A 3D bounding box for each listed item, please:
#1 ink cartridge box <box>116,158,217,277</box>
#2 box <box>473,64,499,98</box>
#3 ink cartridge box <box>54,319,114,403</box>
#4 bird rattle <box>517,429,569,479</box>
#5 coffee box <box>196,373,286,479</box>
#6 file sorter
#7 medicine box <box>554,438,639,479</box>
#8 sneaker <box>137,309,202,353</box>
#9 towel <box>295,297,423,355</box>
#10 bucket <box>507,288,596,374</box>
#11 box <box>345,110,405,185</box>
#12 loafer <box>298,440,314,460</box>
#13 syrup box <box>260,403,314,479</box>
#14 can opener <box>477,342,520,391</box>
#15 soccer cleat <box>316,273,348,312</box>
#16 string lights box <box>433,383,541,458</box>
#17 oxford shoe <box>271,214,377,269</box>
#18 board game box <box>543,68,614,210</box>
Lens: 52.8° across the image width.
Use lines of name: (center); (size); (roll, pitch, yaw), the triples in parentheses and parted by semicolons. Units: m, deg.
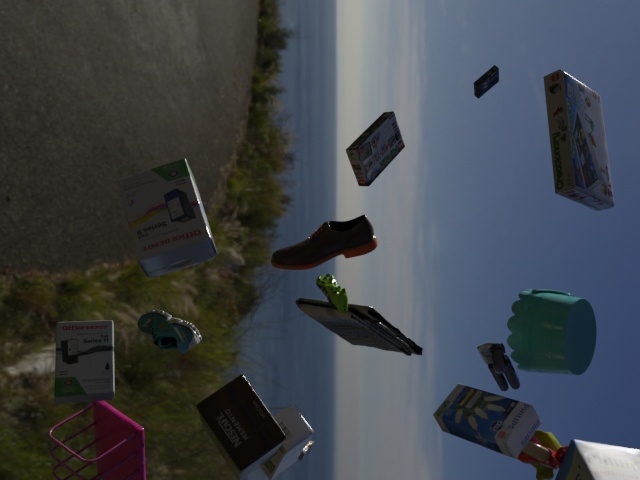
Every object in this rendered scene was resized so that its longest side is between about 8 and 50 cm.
ink cartridge box: (-0.322, -0.047, 1.356); (0.093, 0.155, 0.212); (86, -15, -64)
box: (0.487, -0.465, 1.894); (0.018, 0.083, 0.067); (48, -4, 26)
ink cartridge box: (-0.641, 0.327, 1.755); (0.087, 0.153, 0.208); (122, -37, -56)
bird rattle: (0.596, 0.594, 1.768); (0.253, 0.207, 0.143); (52, 61, -79)
coffee box: (-0.181, 0.429, 1.452); (0.168, 0.119, 0.297); (52, -20, 16)
file sorter: (-0.622, 0.632, 1.786); (0.182, 0.202, 0.290); (-27, 130, -49)
medicine box: (0.532, 0.565, 1.179); (0.289, 0.149, 0.263); (-88, -170, -69)
sneaker: (-0.534, 0.313, 2.201); (0.110, 0.276, 0.107); (-45, 133, -40)
towel: (0.120, 0.281, 2.037); (0.312, 0.324, 0.056); (41, 64, -35)
bucket: (0.739, 0.293, 2.044); (0.281, 0.183, 0.280); (-2, 93, -45)
box: (0.151, -0.247, 1.729); (0.207, 0.036, 0.114); (-47, 128, -37)
loafer: (-0.053, 0.653, 2.031); (0.045, 0.039, 0.125); (-68, 165, 6)
syrup box: (-0.104, 0.530, 1.684); (0.093, 0.096, 0.236); (49, -35, 20)
can opener: (0.547, 0.394, 1.970); (0.280, 0.074, 0.093); (53, 32, -45)
soccer cleat: (0.031, 0.148, 1.810); (0.179, 0.060, 0.072); (-138, -142, -65)
string lights box: (0.457, 0.493, 1.781); (0.260, 0.133, 0.076); (3, -50, 54)
oxford shoe: (0.000, 0.000, 1.607); (0.097, 0.272, 0.098); (-99, 172, -62)
board game box: (0.625, -0.239, 1.557); (0.053, 0.193, 0.305); (-18, -115, 47)
